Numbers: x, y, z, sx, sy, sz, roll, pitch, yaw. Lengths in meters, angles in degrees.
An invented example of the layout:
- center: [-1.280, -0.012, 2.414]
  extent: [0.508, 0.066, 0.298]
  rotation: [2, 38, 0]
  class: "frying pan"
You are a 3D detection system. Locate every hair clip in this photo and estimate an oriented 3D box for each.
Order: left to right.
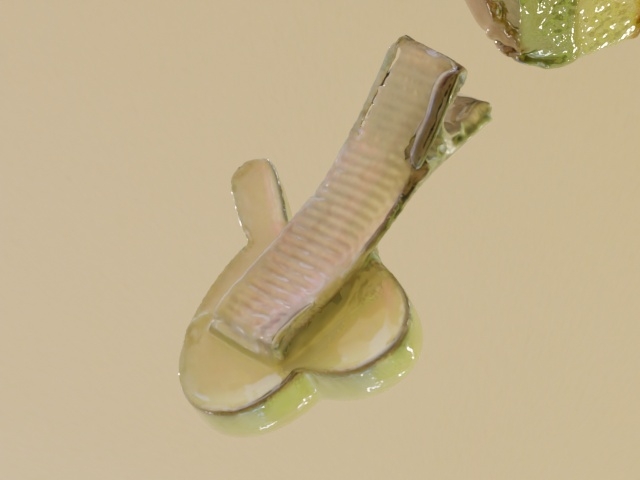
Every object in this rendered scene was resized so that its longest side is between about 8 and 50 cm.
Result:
- center: [-0.001, 0.000, 0.964]
  extent: [0.159, 0.071, 0.218]
  rotation: [26, -104, 41]
  class: "hair clip"

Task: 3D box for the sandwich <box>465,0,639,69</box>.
- center: [0.103, -0.227, 1.040]
  extent: [0.108, 0.220, 0.186]
  rotation: [-23, -128, -16]
  class: "sandwich"
